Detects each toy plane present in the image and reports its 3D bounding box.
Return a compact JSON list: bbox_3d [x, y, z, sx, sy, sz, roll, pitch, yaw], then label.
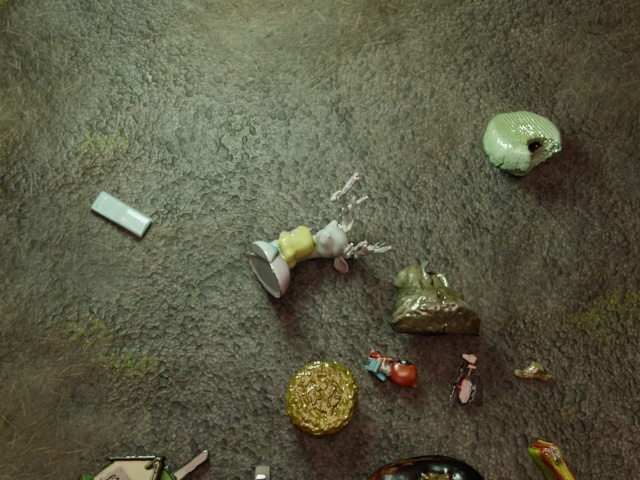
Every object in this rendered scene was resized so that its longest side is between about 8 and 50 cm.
[{"bbox_3d":[0.367,0.359,1.938,0.060,0.037,0.145,16,80,12],"label":"toy plane"}]

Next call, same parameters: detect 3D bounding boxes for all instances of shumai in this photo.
[{"bbox_3d":[0.287,0.141,1.910,0.218,0.184,0.186,-2,78,11],"label":"shumai"}]

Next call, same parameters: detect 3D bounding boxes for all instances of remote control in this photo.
[{"bbox_3d":[-0.524,-0.070,2.015,0.162,0.029,0.061,29,75,5],"label":"remote control"}]

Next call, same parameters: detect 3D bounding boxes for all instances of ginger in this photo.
[{"bbox_3d":[0.545,0.332,1.952,0.097,0.030,0.048,9,78,-2],"label":"ginger"}]

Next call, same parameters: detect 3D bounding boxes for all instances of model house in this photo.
[{"bbox_3d":[-0.386,0.558,1.779,0.278,0.218,0.205,-33,81,-14],"label":"model house"}]

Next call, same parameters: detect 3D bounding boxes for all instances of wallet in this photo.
[{"bbox_3d":[0.595,0.594,1.835,0.067,0.141,0.241,-35,79,-4],"label":"wallet"}]

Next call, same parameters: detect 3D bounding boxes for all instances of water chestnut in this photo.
[{"bbox_3d":[0.247,0.664,1.743,0.350,0.302,0.351,-4,37,3],"label":"water chestnut"}]

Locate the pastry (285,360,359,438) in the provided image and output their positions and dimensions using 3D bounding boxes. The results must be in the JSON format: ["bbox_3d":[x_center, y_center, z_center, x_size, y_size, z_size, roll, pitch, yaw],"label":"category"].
[{"bbox_3d":[0.003,0.390,1.882,0.188,0.103,0.189,1,76,-2],"label":"pastry"}]

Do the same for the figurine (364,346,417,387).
[{"bbox_3d":[0.181,0.326,1.922,0.140,0.068,0.075,22,74,5],"label":"figurine"}]

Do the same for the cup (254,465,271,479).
[{"bbox_3d":[-0.135,0.648,1.765,0.191,0.200,0.253,-1,77,-2],"label":"cup"}]

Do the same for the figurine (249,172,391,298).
[{"bbox_3d":[0.006,0.013,1.900,0.315,0.284,0.206,-27,80,-20],"label":"figurine"}]

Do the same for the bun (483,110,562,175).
[{"bbox_3d":[0.533,-0.249,2.045,0.212,0.127,0.204,0,50,-8],"label":"bun"}]
